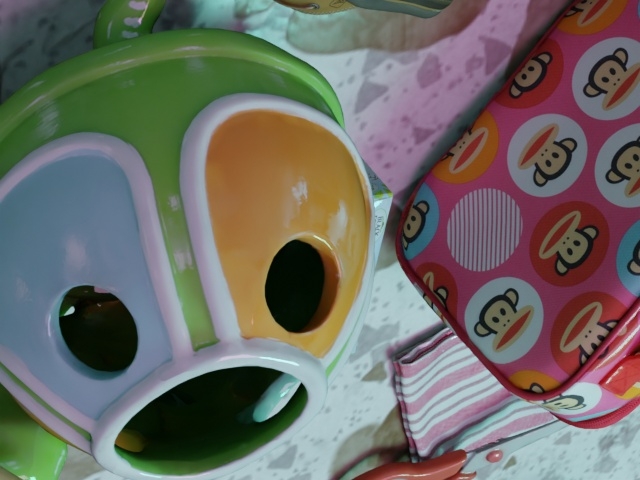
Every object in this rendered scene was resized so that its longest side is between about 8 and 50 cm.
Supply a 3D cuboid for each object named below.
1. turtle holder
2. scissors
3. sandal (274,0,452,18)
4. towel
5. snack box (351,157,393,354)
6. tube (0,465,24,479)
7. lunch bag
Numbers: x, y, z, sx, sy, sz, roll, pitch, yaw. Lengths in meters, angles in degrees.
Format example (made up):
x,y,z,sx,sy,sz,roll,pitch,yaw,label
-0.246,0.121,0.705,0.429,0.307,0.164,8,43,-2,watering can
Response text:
x,y,z,sx,sy,sz,roll,pitch,yaw,label
-0.118,0.026,0.916,0.320,0.227,0.243,-23,146,7,turtle holder
0.131,0.189,1.349,0.297,0.021,0.109,-32,134,12,scissors
-0.006,-0.176,0.958,0.219,0.090,0.060,9,142,-47,sandal
0.139,0.136,1.349,0.144,0.029,0.197,-26,136,-13,towel
0.000,0.000,1.082,0.037,0.100,0.141,-10,130,-28,snack box
-0.277,0.118,0.918,0.240,0.070,0.062,27,93,-5,tube
0.214,-0.019,1.099,0.293,0.258,0.120,-49,137,11,lunch bag
